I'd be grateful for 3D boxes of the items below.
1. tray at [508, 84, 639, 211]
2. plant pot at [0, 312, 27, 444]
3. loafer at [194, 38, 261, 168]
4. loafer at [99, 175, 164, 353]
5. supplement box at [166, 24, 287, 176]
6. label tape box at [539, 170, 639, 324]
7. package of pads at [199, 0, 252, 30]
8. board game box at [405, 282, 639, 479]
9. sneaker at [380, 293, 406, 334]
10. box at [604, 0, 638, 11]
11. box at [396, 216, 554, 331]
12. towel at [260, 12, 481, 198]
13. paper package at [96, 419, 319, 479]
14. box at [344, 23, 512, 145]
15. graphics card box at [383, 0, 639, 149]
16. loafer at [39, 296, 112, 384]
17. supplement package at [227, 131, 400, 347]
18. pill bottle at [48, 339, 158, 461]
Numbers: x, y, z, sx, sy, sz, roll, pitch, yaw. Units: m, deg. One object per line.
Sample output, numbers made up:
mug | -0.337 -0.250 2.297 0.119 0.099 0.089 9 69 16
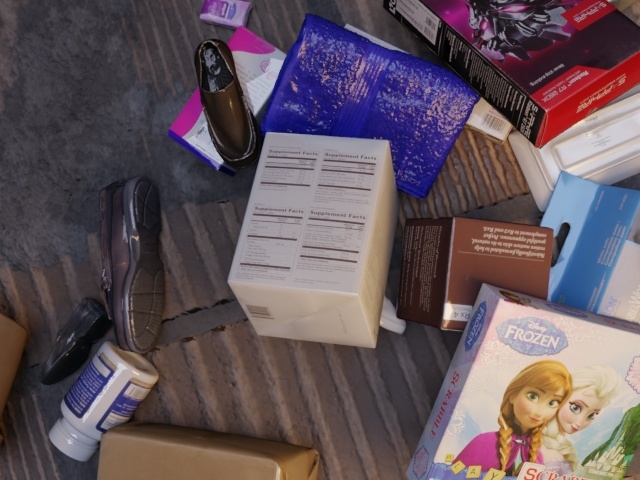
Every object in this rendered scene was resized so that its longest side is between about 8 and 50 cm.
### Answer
tray | 0.461 -0.164 1.531 0.270 0.030 0.145 -23 84 5
plant pot | -0.612 0.218 1.556 0.263 0.263 0.229 25 72 7
loafer | -0.157 -0.218 1.470 0.080 0.078 0.220 -20 85 5
loafer | -0.331 0.043 1.592 0.095 0.109 0.302 -6 80 25
supplement box | -0.141 -0.231 1.565 0.111 0.114 0.220 36 93 8
label tape box | 0.502 0.055 1.463 0.334 0.106 0.240 21 91 2
package of pads | -0.163 -0.396 1.615 0.083 0.032 0.050 15 87 7
board game box | 0.327 0.249 1.364 0.319 0.066 0.317 14 105 -18
sneaker | 0.071 0.067 1.546 0.212 0.080 0.094 39 87 9
box | 0.440 -0.485 1.488 0.127 0.148 0.232 -30 84 5
box | 0.233 0.054 1.440 0.169 0.203 0.167 7 88 -16
towel | 0.074 -0.201 1.481 0.308 0.076 0.227 20 123 -7
paper package | -0.188 0.462 1.478 0.325 0.168 0.309 3 86 20
box | 0.173 -0.259 1.552 0.324 0.063 0.067 26 90 7
graphics card box | 0.299 -0.336 1.438 0.233 0.094 0.371 -32 63 -17
loafer | -0.432 0.175 1.615 0.061 0.062 0.170 41 89 29
supplement package | 0.000 0.000 1.437 0.198 0.199 0.262 5 62 13
pill bottle | -0.370 0.272 1.570 0.112 0.112 0.186 37 92 7
